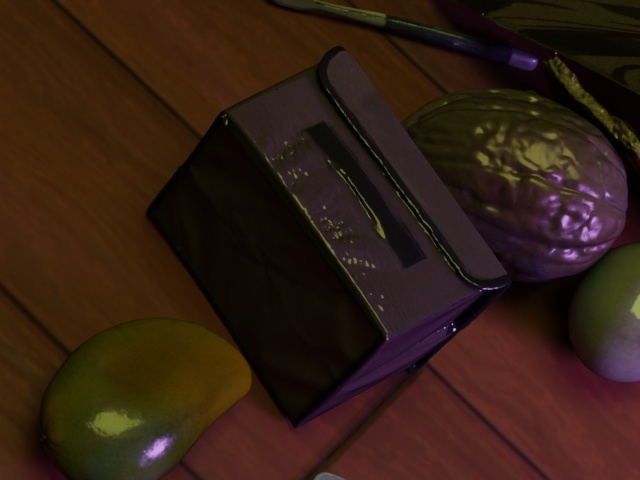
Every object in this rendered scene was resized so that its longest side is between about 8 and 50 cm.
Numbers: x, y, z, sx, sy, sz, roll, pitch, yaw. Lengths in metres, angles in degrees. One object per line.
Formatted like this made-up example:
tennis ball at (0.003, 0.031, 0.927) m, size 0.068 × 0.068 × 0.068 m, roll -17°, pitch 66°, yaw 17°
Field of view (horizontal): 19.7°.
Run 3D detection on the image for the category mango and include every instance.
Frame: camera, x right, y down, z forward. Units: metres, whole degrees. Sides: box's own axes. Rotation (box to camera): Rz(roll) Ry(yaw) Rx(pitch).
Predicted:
mango at (-0.146, 0.126, 1.467) m, size 0.122 × 0.085 × 0.191 m, roll 35°, pitch 42°, yaw 12°

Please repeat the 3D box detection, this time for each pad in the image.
pad at (0.287, -0.223, 1.809) m, size 0.220 × 0.004 × 0.330 m, roll -20°, pitch 36°, yaw -33°

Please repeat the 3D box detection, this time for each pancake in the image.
pancake at (0.309, -0.079, 1.734) m, size 0.212 × 0.056 × 0.257 m, roll 46°, pitch 4°, yaw -42°

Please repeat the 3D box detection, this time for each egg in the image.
egg at (0.287, 0.063, 1.678) m, size 0.114 × 0.114 × 0.152 m, roll 35°, pitch 52°, yaw -1°

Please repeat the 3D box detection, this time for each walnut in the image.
walnut at (0.168, -0.055, 1.663) m, size 0.230 × 0.178 × 0.178 m, roll 21°, pitch 54°, yaw -3°

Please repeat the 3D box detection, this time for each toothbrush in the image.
toothbrush at (0.082, -0.211, 1.814) m, size 0.288 × 0.024 × 0.026 m, roll 14°, pitch 42°, yaw -15°

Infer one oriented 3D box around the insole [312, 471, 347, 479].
insole at (0.060, 0.234, 1.538) m, size 0.152 × 0.002 × 0.053 m, roll 27°, pitch 53°, yaw -7°

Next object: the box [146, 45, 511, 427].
box at (0.000, 0.000, 1.547) m, size 0.153 × 0.188 × 0.252 m, roll -25°, pitch 76°, yaw -37°
